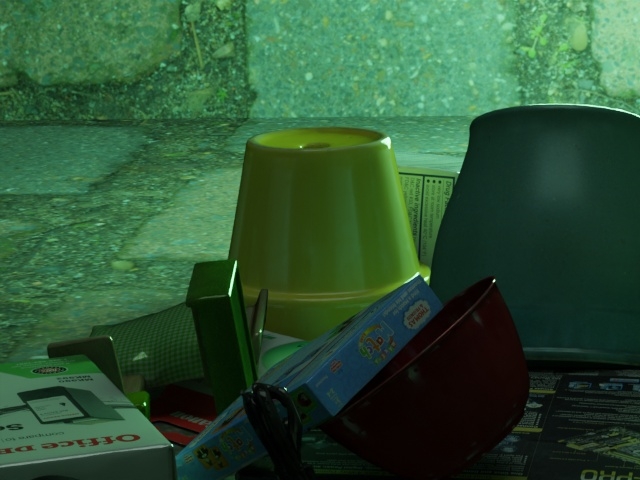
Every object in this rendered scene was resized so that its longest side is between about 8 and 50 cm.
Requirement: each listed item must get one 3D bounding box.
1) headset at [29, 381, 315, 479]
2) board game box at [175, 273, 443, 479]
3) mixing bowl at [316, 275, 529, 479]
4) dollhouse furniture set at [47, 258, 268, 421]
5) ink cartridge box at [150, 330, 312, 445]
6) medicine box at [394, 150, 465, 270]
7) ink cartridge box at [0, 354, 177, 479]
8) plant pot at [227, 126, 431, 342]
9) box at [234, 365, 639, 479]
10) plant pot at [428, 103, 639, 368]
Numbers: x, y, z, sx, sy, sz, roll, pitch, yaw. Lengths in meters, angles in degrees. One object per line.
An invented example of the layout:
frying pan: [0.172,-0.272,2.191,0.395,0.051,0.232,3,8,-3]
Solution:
headset: [-0.189,0.226,1.335,0.394,0.185,0.243,-14,14,-2]
board game box: [-0.015,0.117,1.540,0.160,0.039,0.211,-41,5,-42]
mixing bowl: [0.094,0.120,1.490,0.181,0.098,0.181,-40,3,2]
dollhouse furniture set: [-0.161,0.081,1.916,0.197,0.151,0.301,-9,20,5]
ink cartridge box: [-0.083,0.149,1.966,0.224,0.056,0.181,-11,15,-42]
medicine box: [0.113,-0.030,2.434,0.289,0.149,0.263,7,8,33]
ink cartridge box: [-0.254,0.196,1.615,0.211,0.121,0.289,-6,13,-21]
plant pot: [0.000,0.000,2.189,0.254,0.239,0.254,-3,12,1]
box: [0.157,0.190,1.647,0.395,0.097,0.318,1,12,13]
plant pot: [0.235,0.007,1.898,0.271,0.255,0.271,3,-10,1]
